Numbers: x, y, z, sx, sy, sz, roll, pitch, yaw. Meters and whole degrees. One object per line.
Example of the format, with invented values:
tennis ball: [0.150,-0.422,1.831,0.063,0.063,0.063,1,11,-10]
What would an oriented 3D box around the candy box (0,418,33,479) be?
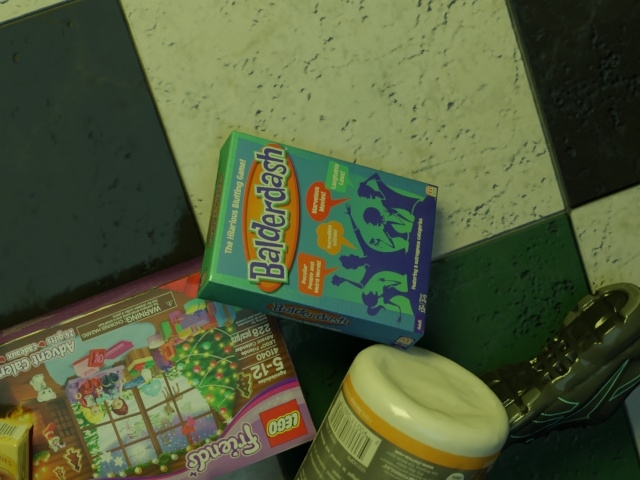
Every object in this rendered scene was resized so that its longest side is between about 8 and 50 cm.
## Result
candy box: [-0.359,0.213,1.548,0.187,0.053,0.109,6,110,6]

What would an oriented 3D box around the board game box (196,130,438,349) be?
board game box: [0.000,0.000,1.574,0.210,0.047,0.160,14,63,-14]

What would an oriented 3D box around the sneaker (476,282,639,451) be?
sneaker: [0.234,0.158,1.670,0.267,0.101,0.106,-36,119,5]

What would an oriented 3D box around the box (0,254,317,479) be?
box: [-0.171,0.145,1.605,0.293,0.057,0.201,-21,106,-7]

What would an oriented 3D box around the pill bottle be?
pill bottle: [0.053,0.249,1.600,0.162,0.162,0.278,19,113,-15]
